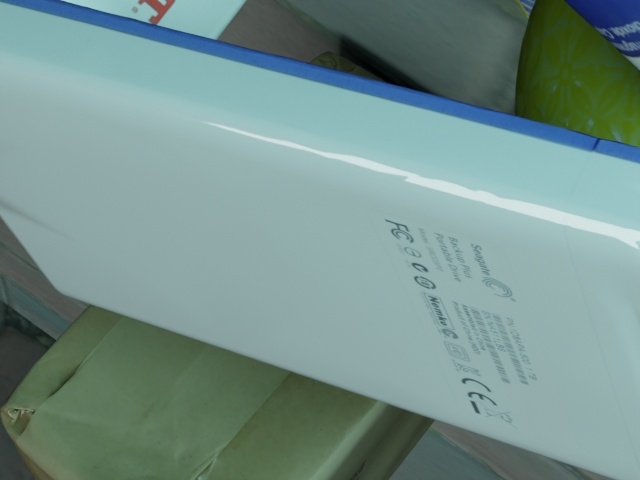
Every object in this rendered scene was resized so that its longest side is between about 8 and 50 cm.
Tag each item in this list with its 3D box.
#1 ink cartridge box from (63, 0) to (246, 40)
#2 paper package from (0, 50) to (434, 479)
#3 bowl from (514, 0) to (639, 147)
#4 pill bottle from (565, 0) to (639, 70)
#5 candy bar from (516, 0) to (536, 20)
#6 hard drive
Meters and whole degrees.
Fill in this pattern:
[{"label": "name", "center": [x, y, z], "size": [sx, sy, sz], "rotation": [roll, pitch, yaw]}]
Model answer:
[{"label": "ink cartridge box", "center": [-0.127, -0.205, 0.832], "size": [0.278, 0.201, 0.117], "rotation": [40, 160, -13]}, {"label": "paper package", "center": [-0.025, 0.083, 1.238], "size": [0.168, 0.309, 0.325], "rotation": [38, 164, 12]}, {"label": "bowl", "center": [0.186, 0.002, 0.823], "size": [0.289, 0.156, 0.289], "rotation": [31, 161, 12]}, {"label": "pill bottle", "center": [0.148, -0.110, 0.611], "size": [0.265, 0.153, 0.153], "rotation": [40, 164, -14]}, {"label": "candy bar", "center": [0.096, -0.124, 0.930], "size": [0.040, 0.018, 0.161], "rotation": [19, 157, 47]}, {"label": "hard drive", "center": [0.000, 0.000, 0.765], "size": [0.319, 0.040, 0.210], "rotation": [17, 155, 27]}]
